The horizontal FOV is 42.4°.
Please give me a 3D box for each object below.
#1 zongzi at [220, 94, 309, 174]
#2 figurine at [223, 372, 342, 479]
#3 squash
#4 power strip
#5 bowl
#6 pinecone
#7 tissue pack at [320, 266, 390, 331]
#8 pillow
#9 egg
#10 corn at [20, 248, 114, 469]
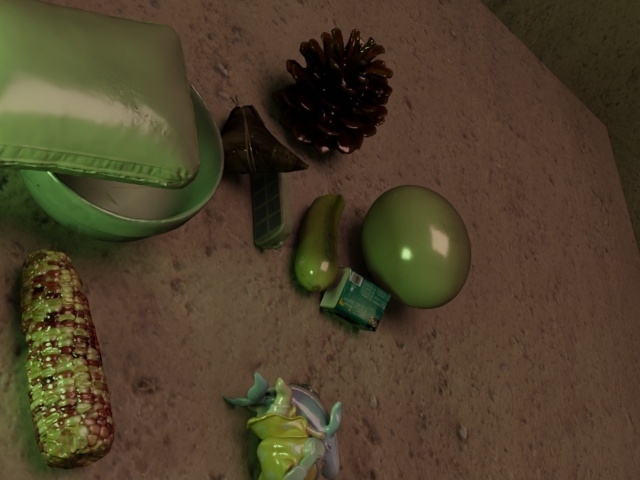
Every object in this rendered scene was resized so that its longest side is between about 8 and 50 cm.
[{"bbox_3d":[-0.098,-0.190,1.532,0.187,0.184,0.084,-77,168,-48],"label":"zongzi"},{"bbox_3d":[-0.051,0.292,1.254,0.208,0.128,0.183,41,40,-9],"label":"figurine"},{"bbox_3d":[0.000,0.000,1.582,0.083,0.083,0.250,39,36,-24],"label":"squash"},{"bbox_3d":[-0.092,-0.084,1.529,0.029,0.080,0.226,26,45,-38],"label":"power strip"},{"bbox_3d":[-0.306,-0.127,1.207,0.307,0.163,0.307,19,52,-27],"label":"bowl"},{"bbox_3d":[0.033,-0.325,1.730,0.264,0.264,0.264,30,43,-33],"label":"pinecone"},{"bbox_3d":[0.060,0.112,1.571,0.111,0.079,0.085,33,73,-31],"label":"tissue pack"},{"bbox_3d":[-0.313,-0.194,1.049,0.322,0.120,0.255,5,62,-35],"label":"pillow"},{"bbox_3d":[0.193,0.013,1.676,0.219,0.219,0.269,21,48,-41],"label":"egg"},{"bbox_3d":[-0.330,0.147,1.052,0.098,0.098,0.289,8,54,-47],"label":"corn"}]
